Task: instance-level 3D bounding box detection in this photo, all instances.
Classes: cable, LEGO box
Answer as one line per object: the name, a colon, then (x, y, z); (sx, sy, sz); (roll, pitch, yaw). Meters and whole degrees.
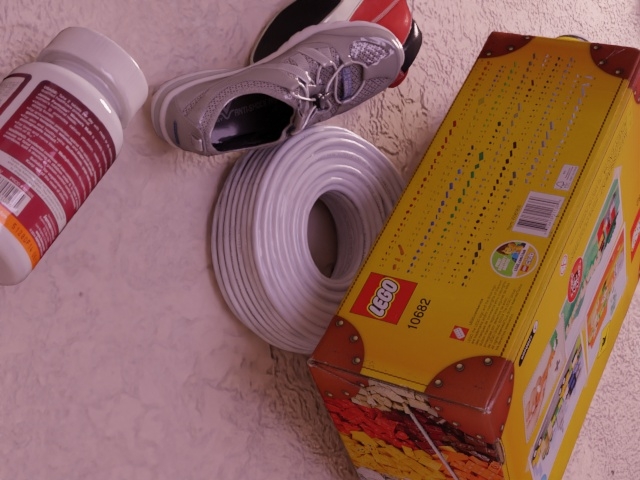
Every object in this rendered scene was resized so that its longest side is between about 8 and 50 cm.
cable: (0.000, 0.000, 1.167); (0.257, 0.089, 0.257); (47, 57, -30)
LEGO box: (0.218, 0.065, 1.209); (0.500, 0.193, 0.372); (-59, 148, -30)

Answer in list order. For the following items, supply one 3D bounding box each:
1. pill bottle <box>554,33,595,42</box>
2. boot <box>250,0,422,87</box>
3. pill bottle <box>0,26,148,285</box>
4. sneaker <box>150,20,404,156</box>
pill bottle: (0.309, -0.209, 1.460); (0.208, 0.119, 0.119); (-31, 106, -41)
boot: (0.031, -0.218, 1.230); (0.244, 0.088, 0.176); (-48, 133, -25)
pill bottle: (-0.251, -0.079, 0.917); (0.121, 0.121, 0.221); (49, 56, -29)
sneaker: (-0.027, -0.142, 1.080); (0.281, 0.115, 0.105); (-24, 127, -18)
